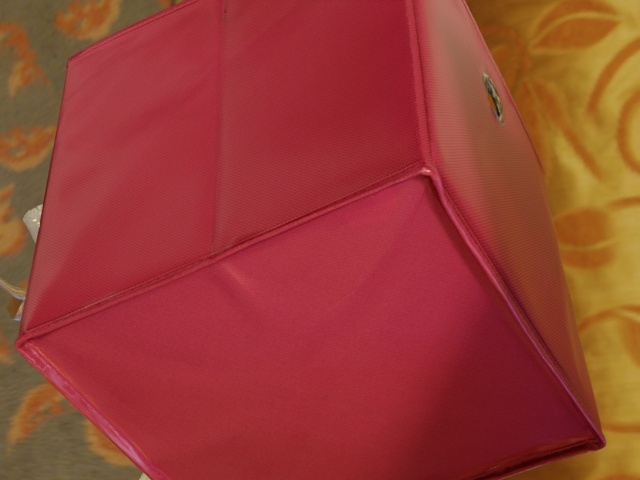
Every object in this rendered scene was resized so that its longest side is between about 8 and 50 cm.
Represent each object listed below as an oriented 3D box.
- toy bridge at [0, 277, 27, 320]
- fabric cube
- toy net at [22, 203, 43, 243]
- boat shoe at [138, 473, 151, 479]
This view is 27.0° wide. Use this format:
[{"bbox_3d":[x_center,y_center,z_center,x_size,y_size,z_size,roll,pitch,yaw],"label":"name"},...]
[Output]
[{"bbox_3d":[-0.415,0.057,1.555,0.188,0.026,0.063,7,119,-44],"label":"toy bridge"},{"bbox_3d":[0.000,0.000,0.831,0.254,0.259,0.258,54,22,-37],"label":"fabric cube"},{"bbox_3d":[-0.275,0.028,1.641,0.232,0.045,0.122,33,102,-29],"label":"toy net"},{"bbox_3d":[-0.255,0.408,1.752,0.116,0.099,0.319,34,61,9],"label":"boat shoe"}]
